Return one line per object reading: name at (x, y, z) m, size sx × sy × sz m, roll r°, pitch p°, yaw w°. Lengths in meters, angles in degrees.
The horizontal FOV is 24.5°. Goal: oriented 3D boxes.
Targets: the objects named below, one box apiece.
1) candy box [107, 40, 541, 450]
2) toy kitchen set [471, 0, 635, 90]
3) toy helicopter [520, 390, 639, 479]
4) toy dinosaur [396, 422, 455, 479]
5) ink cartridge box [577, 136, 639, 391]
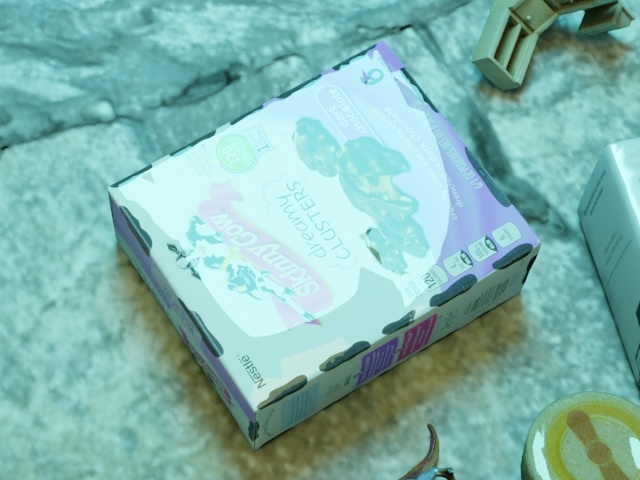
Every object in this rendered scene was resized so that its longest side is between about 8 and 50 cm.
candy box at (0.000, 0.000, 0.867) m, size 0.196 × 0.070 × 0.165 m, roll -30°, pitch 69°, yaw -16°
toy kitchen set at (0.158, -0.132, 0.944) m, size 0.068 × 0.083 × 0.075 m, roll 38°, pitch 61°, yaw -31°
toy helicopter at (0.156, 0.236, 0.733) m, size 0.235 × 0.140 × 0.355 m, roll 4°, pitch 55°, yaw 4°
toy dinosaur at (0.040, 0.157, 0.824) m, size 0.082 × 0.047 × 0.090 m, roll -18°, pitch 33°, yaw -1°
ink cartridge box at (0.262, 0.044, 0.846) m, size 0.160 × 0.092 × 0.219 m, roll -12°, pitch 65°, yaw -8°
